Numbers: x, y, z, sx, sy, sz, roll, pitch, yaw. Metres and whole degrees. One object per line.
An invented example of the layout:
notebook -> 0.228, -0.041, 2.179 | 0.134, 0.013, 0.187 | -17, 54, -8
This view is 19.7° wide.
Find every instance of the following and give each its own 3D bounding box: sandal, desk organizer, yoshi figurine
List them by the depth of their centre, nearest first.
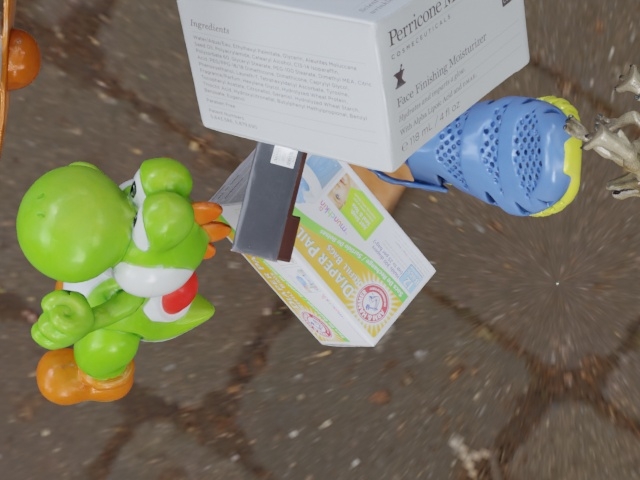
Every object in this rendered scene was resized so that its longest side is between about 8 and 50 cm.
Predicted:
desk organizer -> -0.040, -0.047, 1.724 | 0.047, 0.050, 0.130 | 14, 90, 16
yoshi figurine -> -0.228, 0.023, 1.817 | 0.203, 0.362, 0.203 | -34, 77, -30
sandal -> 0.143, -0.090, 1.861 | 0.138, 0.317, 0.126 | 0, 94, -30

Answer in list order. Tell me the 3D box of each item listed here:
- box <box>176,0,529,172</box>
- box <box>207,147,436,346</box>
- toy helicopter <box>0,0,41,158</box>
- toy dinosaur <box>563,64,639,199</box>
box -> 0.026, -0.156, 1.333 | 0.182, 0.181, 0.119 | 16, 130, 36
box -> 0.000, 0.000, 1.856 | 0.203, 0.103, 0.114 | 49, 66, -20
toy helicopter -> -0.255, -0.169, 1.156 | 0.235, 0.140, 0.355 | 27, 130, -21
toy dinosaur -> 0.184, -0.043, 0.962 | 0.093, 0.183, 0.053 | 36, 90, -15
